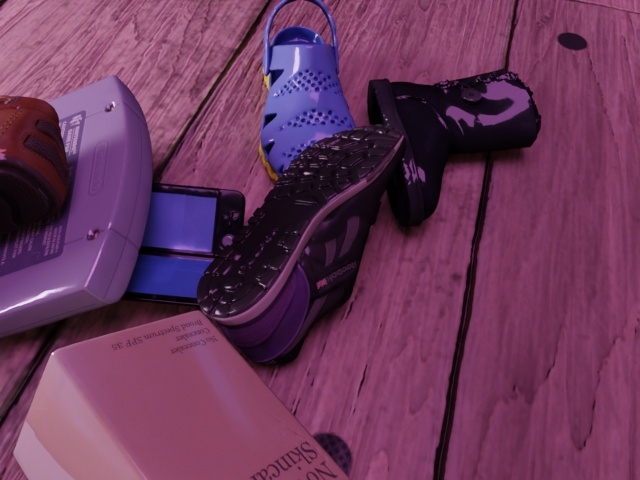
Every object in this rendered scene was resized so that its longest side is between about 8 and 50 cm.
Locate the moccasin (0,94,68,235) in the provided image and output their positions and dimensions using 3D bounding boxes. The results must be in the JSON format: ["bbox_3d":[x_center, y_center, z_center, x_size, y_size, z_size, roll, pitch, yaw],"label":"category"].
[{"bbox_3d":[-0.434,-0.044,0.545,0.380,0.139,0.147,-23,53,8],"label":"moccasin"}]

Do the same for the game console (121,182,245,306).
[{"bbox_3d":[-0.159,0.000,0.587,0.144,0.085,0.124,5,91,0],"label":"game console"}]

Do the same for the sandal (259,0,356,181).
[{"bbox_3d":[-0.022,-0.193,0.709,0.126,0.138,0.317,-6,57,-10],"label":"sandal"}]

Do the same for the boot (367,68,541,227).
[{"bbox_3d":[0.178,-0.129,0.698,0.207,0.094,0.246,-5,49,-3],"label":"boot"}]

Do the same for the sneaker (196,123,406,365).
[{"bbox_3d":[0.000,0.000,0.583,0.107,0.124,0.283,19,60,43],"label":"sneaker"}]

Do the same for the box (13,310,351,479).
[{"bbox_3d":[-0.066,0.207,0.397,0.311,0.121,0.148,41,27,22],"label":"box"}]

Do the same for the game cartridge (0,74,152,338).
[{"bbox_3d":[-0.276,-0.045,0.596,0.196,0.060,0.294,-19,54,16],"label":"game cartridge"}]
